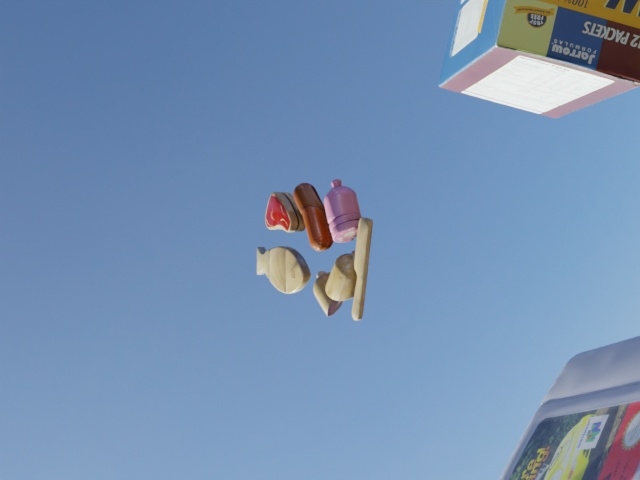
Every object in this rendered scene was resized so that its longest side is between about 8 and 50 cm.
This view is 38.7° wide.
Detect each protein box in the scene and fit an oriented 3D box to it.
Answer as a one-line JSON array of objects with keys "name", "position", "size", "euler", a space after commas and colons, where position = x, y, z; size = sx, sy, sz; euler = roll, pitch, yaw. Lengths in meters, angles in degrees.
[{"name": "protein box", "position": [0.218, -0.239, 0.858], "size": [0.201, 0.135, 0.200], "euler": [178, 105, -83]}]

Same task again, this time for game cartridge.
[{"name": "game cartridge", "position": [0.186, 0.191, 0.644], "size": [0.294, 0.060, 0.196], "euler": [-57, 4, -25]}]

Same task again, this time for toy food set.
[{"name": "toy food set", "position": [0.000, 0.000, 0.530], "size": [0.019, 0.122, 0.078], "euler": [-3, -73, -31]}]
